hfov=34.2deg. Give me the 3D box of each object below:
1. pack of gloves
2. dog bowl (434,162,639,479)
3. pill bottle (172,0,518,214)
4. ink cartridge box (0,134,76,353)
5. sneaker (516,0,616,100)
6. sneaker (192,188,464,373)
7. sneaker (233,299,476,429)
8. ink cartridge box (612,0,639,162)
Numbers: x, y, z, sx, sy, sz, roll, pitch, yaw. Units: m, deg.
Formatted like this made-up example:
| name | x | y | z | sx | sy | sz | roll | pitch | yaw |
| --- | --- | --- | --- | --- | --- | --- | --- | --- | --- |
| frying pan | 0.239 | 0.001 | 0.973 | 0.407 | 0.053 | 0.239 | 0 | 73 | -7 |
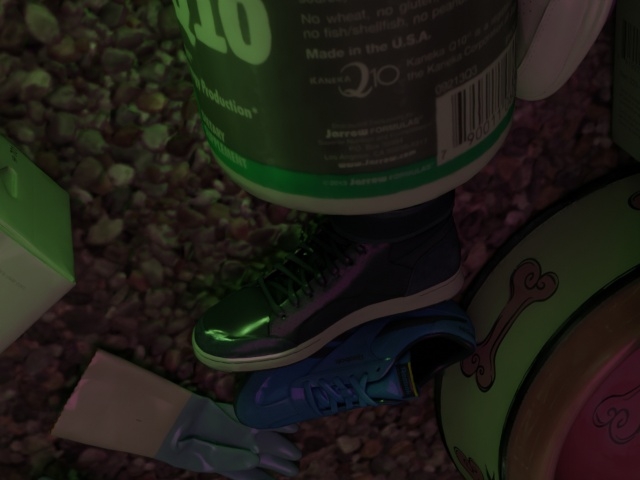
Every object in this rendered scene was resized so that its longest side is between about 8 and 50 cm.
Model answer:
| name | x | y | z | sx | sy | sz | roll | pitch | yaw |
| --- | --- | --- | --- | --- | --- | --- | --- | --- | --- |
| pack of gloves | -0.140 | 0.204 | 0.896 | 0.232 | 0.046 | 0.195 | 26 | 98 | -30 |
| dog bowl | 0.315 | 0.138 | 0.913 | 0.408 | 0.150 | 0.408 | -7 | 120 | -12 |
| pill bottle | 0.006 | -0.207 | 0.563 | 0.204 | 0.204 | 0.361 | -15 | 133 | -7 |
| ink cartridge box | -0.259 | 0.035 | 0.696 | 0.190 | 0.139 | 0.082 | -40 | 120 | 9 |
| sneaker | 0.129 | -0.245 | 0.681 | 0.152 | 0.114 | 0.305 | 1 | 112 | -5 |
| sneaker | 0.000 | -0.001 | 0.772 | 0.226 | 0.086 | 0.163 | -21 | 133 | -15 |
| sneaker | 0.028 | 0.107 | 0.851 | 0.209 | 0.082 | 0.069 | -24 | 123 | -2 |
| ink cartridge box | 0.302 | -0.171 | 0.689 | 0.131 | 0.226 | 0.306 | -12 | 122 | -9 |
